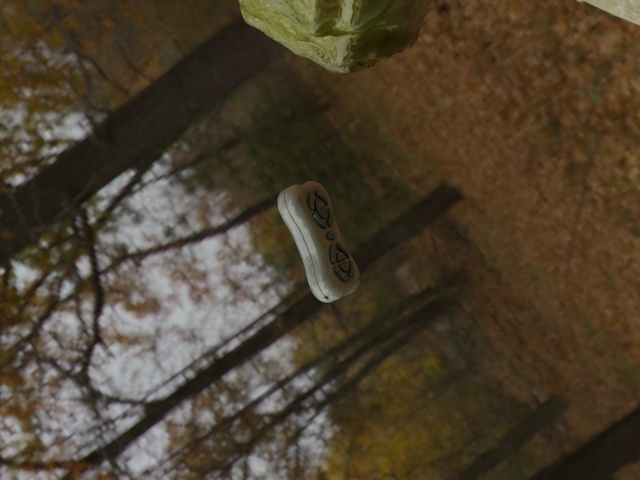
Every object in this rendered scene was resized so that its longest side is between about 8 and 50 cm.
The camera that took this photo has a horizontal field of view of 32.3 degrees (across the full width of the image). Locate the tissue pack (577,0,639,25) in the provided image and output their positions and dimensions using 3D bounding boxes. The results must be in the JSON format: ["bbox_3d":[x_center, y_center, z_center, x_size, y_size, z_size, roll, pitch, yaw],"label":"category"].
[{"bbox_3d":[0.314,-0.293,0.973,0.159,0.234,0.125,36,141,38],"label":"tissue pack"}]

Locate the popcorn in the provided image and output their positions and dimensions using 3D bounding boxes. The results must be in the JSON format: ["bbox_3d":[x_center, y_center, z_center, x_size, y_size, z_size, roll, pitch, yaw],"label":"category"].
[{"bbox_3d":[0.015,-0.163,0.525,0.142,0.173,0.173,48,-175,0],"label":"popcorn"}]

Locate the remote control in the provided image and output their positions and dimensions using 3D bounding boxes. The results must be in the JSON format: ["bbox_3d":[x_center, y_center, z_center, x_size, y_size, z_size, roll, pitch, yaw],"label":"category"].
[{"bbox_3d":[0.000,0.000,1.104,0.074,0.032,0.122,-22,-90,-63],"label":"remote control"}]
